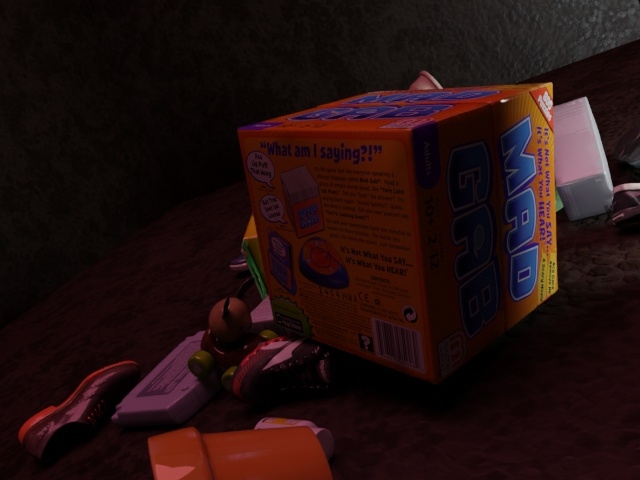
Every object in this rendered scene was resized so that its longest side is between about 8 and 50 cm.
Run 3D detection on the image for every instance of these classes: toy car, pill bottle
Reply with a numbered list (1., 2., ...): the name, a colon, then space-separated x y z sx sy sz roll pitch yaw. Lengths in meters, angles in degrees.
1. toy car: -0.157 0.166 1.170 0.149 0.188 0.155 20 33 16
2. pill bottle: -0.039 0.292 0.882 0.116 0.065 0.065 -10 21 41

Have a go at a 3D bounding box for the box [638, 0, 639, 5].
1. box: 0.553 -0.124 0.643 0.298 0.479 0.472 -10 21 34

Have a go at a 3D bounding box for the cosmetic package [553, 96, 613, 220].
1. cosmetic package: 0.546 -0.173 1.288 0.107 0.127 0.238 -14 46 29

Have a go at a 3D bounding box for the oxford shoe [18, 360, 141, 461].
1. oxford shoe: -0.482 0.360 1.279 0.098 0.096 0.271 23 49 41

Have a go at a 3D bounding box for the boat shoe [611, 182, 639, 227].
1. boat shoe: 0.639 -0.057 1.077 0.233 0.084 0.079 0 66 41

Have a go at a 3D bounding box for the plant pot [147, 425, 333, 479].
1. plant pot: -0.086 0.306 0.711 0.188 0.205 0.205 -12 12 -18

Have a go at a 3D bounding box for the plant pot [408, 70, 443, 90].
1. plant pot: 0.307 -0.351 2.078 0.306 0.333 0.334 -33 15 6

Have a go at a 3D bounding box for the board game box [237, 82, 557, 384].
1. board game box: 0.137 -0.046 1.004 0.356 0.356 0.357 -24 24 -38

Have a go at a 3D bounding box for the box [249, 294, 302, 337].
1. box: -0.080 0.166 1.329 0.126 0.072 0.137 -12 20 35

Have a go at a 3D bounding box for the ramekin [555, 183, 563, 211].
1. ramekin: 0.427 -0.139 1.462 0.304 0.148 0.303 -22 16 7

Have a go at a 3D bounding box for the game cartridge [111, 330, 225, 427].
1. game cartridge: -0.273 0.280 1.274 0.196 0.060 0.294 -17 17 32

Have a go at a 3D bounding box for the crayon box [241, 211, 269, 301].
1. crayon box: -0.109 0.019 1.546 0.081 0.202 0.318 -14 29 12

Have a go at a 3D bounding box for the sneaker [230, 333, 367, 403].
1. sneaker: -0.029 0.215 1.054 0.276 0.097 0.135 -23 14 -2

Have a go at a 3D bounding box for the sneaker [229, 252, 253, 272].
1. sneaker: -0.155 -0.030 1.923 0.350 0.148 0.131 -33 19 -29

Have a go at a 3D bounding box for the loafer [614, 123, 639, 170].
1. loafer: 0.733 -0.192 1.375 0.096 0.084 0.267 -51 -1 27
